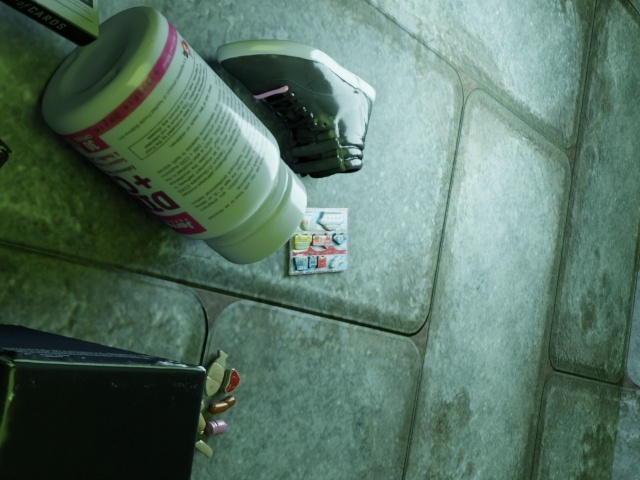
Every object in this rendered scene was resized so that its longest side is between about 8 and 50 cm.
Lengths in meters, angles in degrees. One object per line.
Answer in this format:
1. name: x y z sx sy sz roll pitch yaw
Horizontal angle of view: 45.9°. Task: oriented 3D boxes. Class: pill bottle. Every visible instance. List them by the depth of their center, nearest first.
1. pill bottle: -0.146 -0.102 0.835 0.283 0.160 0.160 45 60 -40

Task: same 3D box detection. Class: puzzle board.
1. puzzle board: 0.000 0.000 1.116 0.128 0.011 0.096 -2 94 -49

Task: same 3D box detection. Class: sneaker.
1. sneaker: -0.023 -0.164 1.008 0.296 0.105 0.146 12 78 -52

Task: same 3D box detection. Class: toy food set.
1. toy food set: -0.138 0.211 0.971 0.078 0.019 0.122 52 48 -36

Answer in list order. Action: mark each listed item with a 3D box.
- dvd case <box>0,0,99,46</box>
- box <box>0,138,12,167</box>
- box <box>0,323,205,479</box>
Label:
1. dvd case: -0.281 -0.320 0.693 0.179 0.030 0.238 23 56 -56
2. box: -0.444 -0.067 0.574 0.293 0.073 0.295 55 54 -36
3. box: -0.269 0.223 0.617 0.183 0.294 0.296 14 82 -50
